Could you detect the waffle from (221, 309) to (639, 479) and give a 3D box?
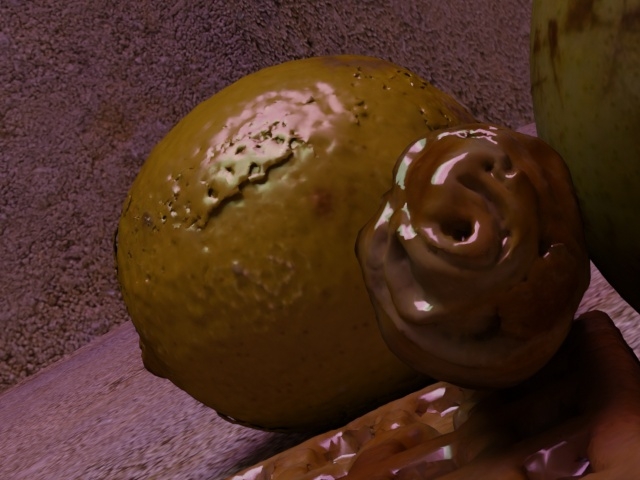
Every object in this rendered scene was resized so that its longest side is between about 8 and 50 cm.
[{"bbox_3d":[0.029,0.121,0.463,0.224,0.098,0.328,-23,5,10],"label":"waffle"}]

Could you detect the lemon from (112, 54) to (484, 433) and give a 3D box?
[{"bbox_3d":[0.000,0.000,0.998,0.310,0.258,0.258,-26,4,14],"label":"lemon"}]

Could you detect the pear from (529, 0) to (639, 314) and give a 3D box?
[{"bbox_3d":[0.219,-0.070,0.547,0.283,0.284,0.283,-26,5,2],"label":"pear"}]

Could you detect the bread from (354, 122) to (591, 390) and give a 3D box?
[{"bbox_3d":[0.061,0.004,0.576,0.084,0.077,0.367,-57,-3,3],"label":"bread"}]
